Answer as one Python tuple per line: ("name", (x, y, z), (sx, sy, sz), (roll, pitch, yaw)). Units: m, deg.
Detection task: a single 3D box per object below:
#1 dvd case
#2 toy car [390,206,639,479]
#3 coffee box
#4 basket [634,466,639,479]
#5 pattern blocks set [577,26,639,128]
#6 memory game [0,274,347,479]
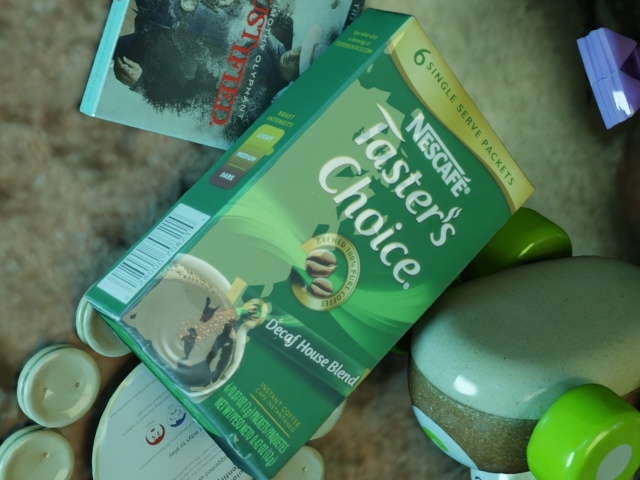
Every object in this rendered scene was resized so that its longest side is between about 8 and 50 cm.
("dvd case", (-0.038, -0.082, 0.682), (0.119, 0.013, 0.087), (13, 99, -43))
("toy car", (0.101, 0.107, 0.791), (0.149, 0.155, 0.188), (-16, 129, -34))
("coffee box", (0.000, 0.000, 0.698), (0.184, 0.040, 0.113), (-45, 119, -14))
("basket", (0.305, 0.108, 0.876), (0.255, 0.201, 0.289), (42, 46, -6))
("pattern blocks set", (0.246, -0.115, 0.799), (0.325, 0.026, 0.285), (-33, 93, -34))
("memory game", (-0.062, 0.086, 0.730), (0.186, 0.012, 0.186), (-15, 116, -34))
